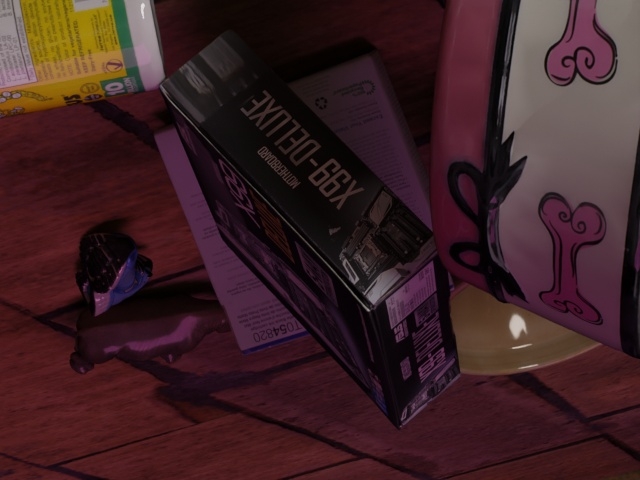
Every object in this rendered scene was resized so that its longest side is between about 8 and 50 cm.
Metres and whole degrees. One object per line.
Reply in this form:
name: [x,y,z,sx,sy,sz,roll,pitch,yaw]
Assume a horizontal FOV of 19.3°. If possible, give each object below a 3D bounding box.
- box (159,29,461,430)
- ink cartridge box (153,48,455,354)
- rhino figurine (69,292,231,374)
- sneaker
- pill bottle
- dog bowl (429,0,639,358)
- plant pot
box: [0.000,0.000,1.479,0.076,0.242,0.307,-40,160,-10]
ink cartridge box: [-0.011,-0.032,1.686,0.223,0.224,0.045,-18,-172,19]
rhino figurine: [-0.169,0.098,2.155,0.243,0.073,0.106,-9,163,-10]
sneaker: [-0.212,0.024,1.980,0.073,0.063,0.162,-23,169,-21]
pill bottle: [-0.226,-0.151,1.389,0.208,0.117,0.117,-11,160,-2]
dog bowl: [0.186,-0.130,1.301,0.150,0.408,0.408,9,164,15]
plant pot: [0.194,0.022,1.753,0.237,0.109,0.237,-11,148,-7]
